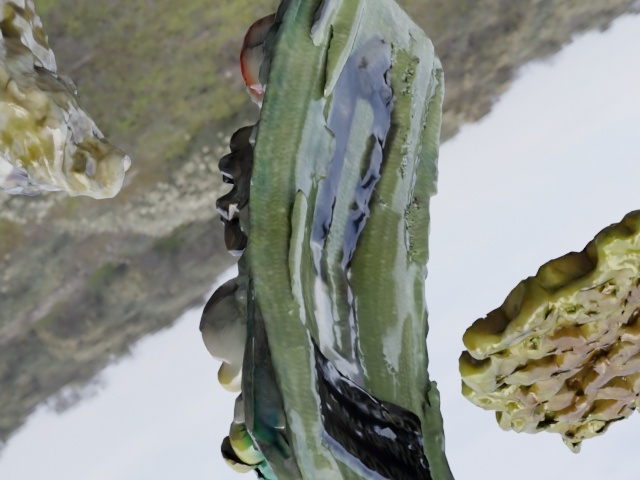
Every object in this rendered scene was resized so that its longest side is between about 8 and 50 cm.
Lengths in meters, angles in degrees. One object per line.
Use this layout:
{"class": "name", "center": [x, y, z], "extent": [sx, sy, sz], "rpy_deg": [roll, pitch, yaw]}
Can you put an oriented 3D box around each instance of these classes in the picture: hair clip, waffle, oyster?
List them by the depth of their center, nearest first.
{"class": "hair clip", "center": [-0.001, 0.001, 0.614], "extent": [0.091, 0.138, 0.321], "rpy_deg": [-18, -131, 28]}
{"class": "waffle", "center": [0.200, 0.042, 0.742], "extent": [0.245, 0.052, 0.254], "rpy_deg": [-30, 150, 17]}
{"class": "oyster", "center": [-0.257, -0.165, 0.929], "extent": [0.115, 0.351, 0.238], "rpy_deg": [-35, 177, -13]}
